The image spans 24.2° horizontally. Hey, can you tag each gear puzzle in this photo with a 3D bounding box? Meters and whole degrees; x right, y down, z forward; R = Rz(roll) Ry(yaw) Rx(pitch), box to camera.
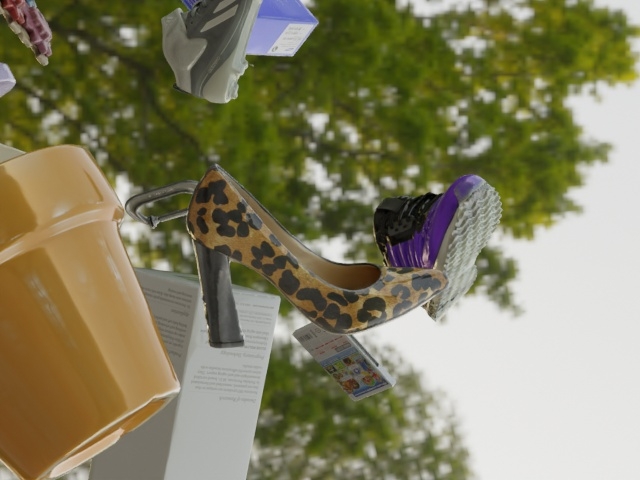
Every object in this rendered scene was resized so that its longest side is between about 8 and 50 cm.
[{"bbox_3d":[-0.436,-0.381,1.945,0.044,0.339,0.175,-27,-121,4],"label":"gear puzzle"}]

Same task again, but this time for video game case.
[{"bbox_3d":[0.029,0.148,1.885,0.122,0.011,0.087,48,-38,-10],"label":"video game case"}]

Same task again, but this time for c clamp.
[{"bbox_3d":[-0.231,-0.052,2.426,0.137,0.161,0.022,66,13,-61],"label":"c clamp"}]

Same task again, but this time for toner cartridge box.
[{"bbox_3d":[-0.168,-0.416,2.204,0.075,0.165,0.348,-50,-114,27],"label":"toner cartridge box"}]

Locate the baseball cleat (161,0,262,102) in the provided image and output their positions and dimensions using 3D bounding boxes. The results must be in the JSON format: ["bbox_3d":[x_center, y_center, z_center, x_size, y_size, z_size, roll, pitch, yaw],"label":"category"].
[{"bbox_3d":[-0.113,-0.253,1.619,0.072,0.109,0.205,-71,177,-79],"label":"baseball cleat"}]

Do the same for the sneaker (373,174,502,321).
[{"bbox_3d":[0.129,-0.011,1.887,0.146,0.102,0.293,42,-25,16],"label":"sneaker"}]

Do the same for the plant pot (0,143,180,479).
[{"bbox_3d":[-0.204,0.065,1.070,0.188,0.205,0.205,56,-44,7],"label":"plant pot"}]

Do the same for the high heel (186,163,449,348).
[{"bbox_3d":[0.000,0.000,1.504,0.093,0.261,0.186,-130,-148,-71],"label":"high heel"}]

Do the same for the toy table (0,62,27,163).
[{"bbox_3d":[-0.505,-0.109,1.972,0.160,0.274,0.252,64,-11,2],"label":"toy table"}]

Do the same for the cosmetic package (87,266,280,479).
[{"bbox_3d":[-0.201,0.235,2.116,0.197,0.155,0.365,14,-86,49],"label":"cosmetic package"}]
